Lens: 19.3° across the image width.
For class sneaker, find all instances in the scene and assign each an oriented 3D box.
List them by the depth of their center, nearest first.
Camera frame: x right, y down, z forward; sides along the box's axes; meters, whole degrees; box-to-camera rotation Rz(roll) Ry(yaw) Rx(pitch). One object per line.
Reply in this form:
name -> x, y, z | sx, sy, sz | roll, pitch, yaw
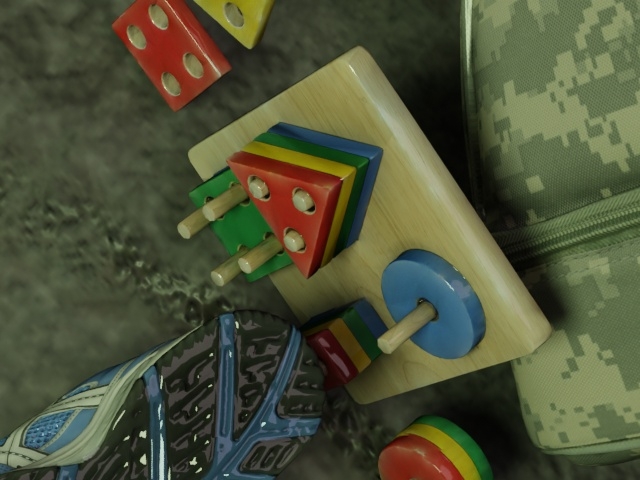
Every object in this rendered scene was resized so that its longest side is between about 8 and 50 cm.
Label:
sneaker -> -0.092, 0.104, 0.691 | 0.211, 0.081, 0.080 | -33, 96, -18

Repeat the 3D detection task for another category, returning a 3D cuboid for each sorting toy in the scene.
sorting toy -> 0.000, 0.000, 0.743 | 0.046, 0.132, 0.274 | -38, 97, -33

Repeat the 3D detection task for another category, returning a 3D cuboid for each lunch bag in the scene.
lunch bag -> 0.206, -0.054, 0.820 | 0.305, 0.212, 0.256 | -6, 79, -46
